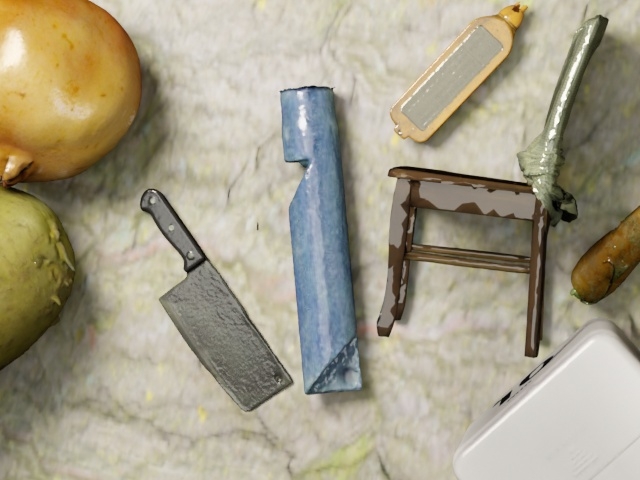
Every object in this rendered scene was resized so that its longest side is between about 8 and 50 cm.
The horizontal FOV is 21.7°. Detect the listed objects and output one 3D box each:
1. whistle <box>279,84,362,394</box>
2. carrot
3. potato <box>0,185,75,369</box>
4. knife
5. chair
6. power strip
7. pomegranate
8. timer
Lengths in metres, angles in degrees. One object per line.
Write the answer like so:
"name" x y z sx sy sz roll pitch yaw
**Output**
"whistle" 0.000 0.000 1.654 0.062 0.062 0.304 -5 91 9
"carrot" 0.319 -0.031 1.572 0.049 0.049 0.254 41 120 6
"potato" -0.415 0.071 1.636 0.359 0.269 0.219 -29 110 -15
"knife" -0.124 0.061 1.697 0.072 0.019 0.245 -34 88 9
"chair" 0.158 -0.063 1.581 0.186 0.160 0.319 8 95 7
"power strip" 0.139 -0.168 1.644 0.049 0.028 0.178 44 97 6
"pomegranate" -0.279 -0.156 1.623 0.209 0.209 0.209 0 91 9
"timer" 0.255 0.203 1.551 0.192 0.195 0.194 -43 86 8
